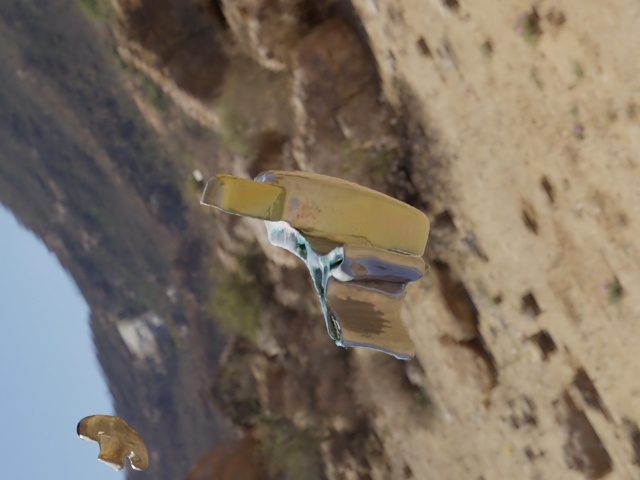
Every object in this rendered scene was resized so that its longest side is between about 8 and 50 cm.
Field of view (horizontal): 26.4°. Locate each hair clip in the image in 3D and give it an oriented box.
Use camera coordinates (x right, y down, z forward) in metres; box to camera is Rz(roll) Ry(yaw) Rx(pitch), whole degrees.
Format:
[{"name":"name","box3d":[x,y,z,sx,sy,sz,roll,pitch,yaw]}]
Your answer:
[{"name":"hair clip","box3d":[-0.002,-0.002,0.833,0.159,0.071,0.218,17,-170,-18]}]

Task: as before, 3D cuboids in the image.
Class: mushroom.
[{"name":"mushroom","box3d":[-0.206,0.203,1.374,0.101,0.019,0.049,40,-128,-45]}]
